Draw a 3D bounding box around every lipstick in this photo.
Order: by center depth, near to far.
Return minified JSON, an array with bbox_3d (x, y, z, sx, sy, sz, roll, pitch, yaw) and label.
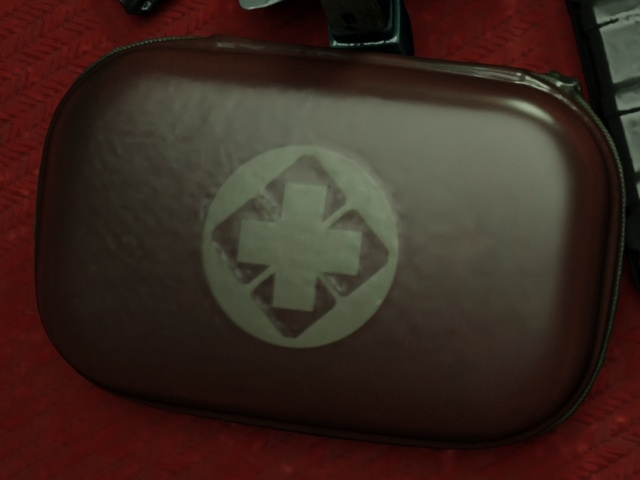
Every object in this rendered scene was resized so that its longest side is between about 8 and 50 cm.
[{"bbox_3d":[0.020,-0.168,1.242,0.051,0.312,0.051,-1,77,9],"label":"lipstick"}]

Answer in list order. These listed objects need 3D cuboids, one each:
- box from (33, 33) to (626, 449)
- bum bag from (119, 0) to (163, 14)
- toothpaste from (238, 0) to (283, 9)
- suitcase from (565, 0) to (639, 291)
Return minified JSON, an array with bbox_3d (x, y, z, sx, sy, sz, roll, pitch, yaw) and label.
[{"bbox_3d":[0.000,0.000,1.292,0.403,0.108,0.263,6,94,11],"label":"box"},{"bbox_3d":[-0.068,-0.274,1.410,0.248,0.060,0.123,-33,75,1],"label":"bum bag"},{"bbox_3d":[0.112,-0.242,1.361,0.371,0.125,0.080,-22,114,3],"label":"toothpaste"},{"bbox_3d":[0.287,-0.108,1.315,0.206,0.066,0.286,-13,76,6],"label":"suitcase"}]
